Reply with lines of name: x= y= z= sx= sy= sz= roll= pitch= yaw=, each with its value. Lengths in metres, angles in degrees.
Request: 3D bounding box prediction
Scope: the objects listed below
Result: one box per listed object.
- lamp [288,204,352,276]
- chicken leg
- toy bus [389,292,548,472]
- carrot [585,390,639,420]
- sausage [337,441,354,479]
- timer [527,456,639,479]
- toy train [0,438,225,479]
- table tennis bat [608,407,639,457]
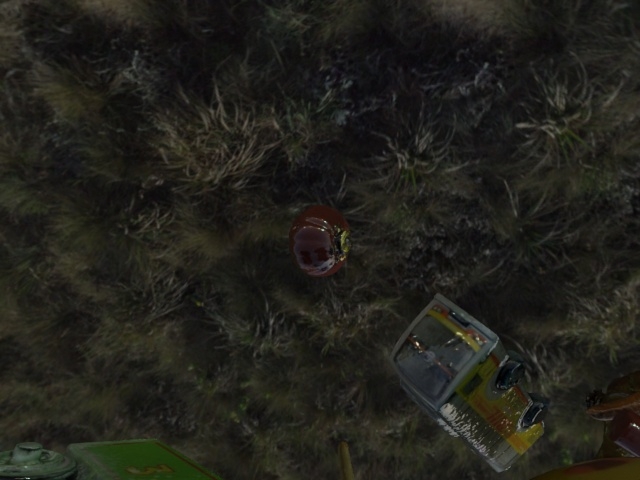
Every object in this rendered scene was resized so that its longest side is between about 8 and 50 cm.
lamp: x=0.000 y=0.000 z=0.632 sx=0.090 sy=0.101 sz=0.101 roll=5 pitch=125 yaw=36
chicken leg: x=0.696 y=0.412 z=1.042 sx=0.361 sy=0.211 sz=0.140 roll=-29 pitch=97 yaw=-13
toy bus: x=0.167 y=0.164 z=0.492 sx=0.106 sy=0.092 sz=0.268 roll=-45 pitch=132 yaw=-5
carrot: x=0.564 y=0.278 z=0.791 sx=0.191 sy=0.047 sz=0.047 roll=-26 pitch=112 yaw=17
sausage: x=0.047 y=0.419 z=0.828 sx=0.024 sy=0.132 sz=0.024 roll=-1 pitch=106 yaw=-3
timer: x=0.261 y=0.295 z=0.267 sx=0.387 sy=0.376 sz=0.375 roll=-17 pitch=123 yaw=-28
toy train: x=-0.224 y=0.309 z=0.458 sx=0.249 sy=0.173 sz=0.307 roll=19 pitch=164 yaw=-41
table tennis bat: x=0.566 y=0.347 z=0.548 sx=0.415 sy=0.268 sz=0.051 roll=31 pitch=98 yaw=18
